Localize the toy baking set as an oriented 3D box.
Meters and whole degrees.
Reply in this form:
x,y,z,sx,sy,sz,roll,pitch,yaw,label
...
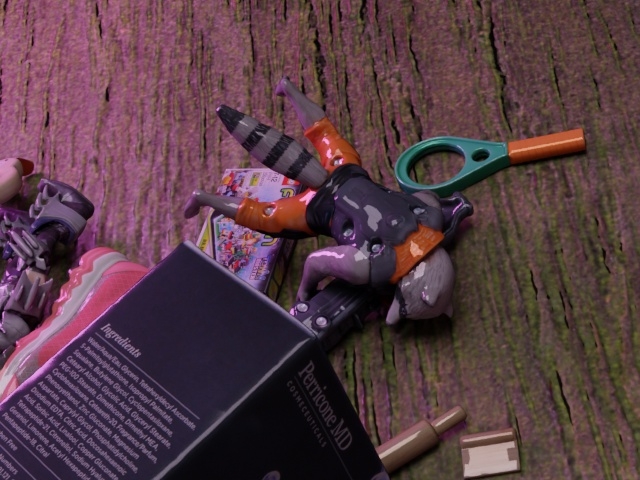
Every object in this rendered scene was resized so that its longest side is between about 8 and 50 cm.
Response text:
x,y,z,sx,sy,sz,roll,pitch,yaw,label
0.101,0.270,1.713,0.256,0.030,0.197,-27,43,-7,toy baking set

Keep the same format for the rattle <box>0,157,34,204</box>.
x,y,z,sx,sy,sz,roll,pitch,yaw,label
-0.443,-0.108,2.181,0.130,0.143,0.200,-28,15,31,rattle

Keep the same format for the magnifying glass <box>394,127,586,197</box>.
x,y,z,sx,sy,sz,roll,pitch,yaw,label
0.202,-0.100,2.057,0.231,0.026,0.092,-9,44,11,magnifying glass

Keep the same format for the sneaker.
x,y,z,sx,sy,sz,roll,pitch,yaw,label
-0.264,0.141,1.926,0.136,0.116,0.314,16,57,21,sneaker

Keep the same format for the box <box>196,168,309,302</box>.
x,y,z,sx,sy,sz,roll,pitch,yaw,label
-0.086,-0.003,2.059,0.114,0.036,0.207,-1,46,20,box

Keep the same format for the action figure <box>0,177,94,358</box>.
x,y,z,sx,sy,sz,roll,pitch,yaw,label
-0.359,0.044,2.046,0.185,0.099,0.285,-48,19,30,action figure

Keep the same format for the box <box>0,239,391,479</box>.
x,y,z,sx,sy,sz,roll,pitch,yaw,label
-0.160,0.256,1.614,0.395,0.293,0.212,-43,47,-16,box

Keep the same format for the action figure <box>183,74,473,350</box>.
x,y,z,sx,sy,sz,roll,pitch,yaw,label
0.000,0.000,1.904,0.330,0.178,0.341,33,67,20,action figure
